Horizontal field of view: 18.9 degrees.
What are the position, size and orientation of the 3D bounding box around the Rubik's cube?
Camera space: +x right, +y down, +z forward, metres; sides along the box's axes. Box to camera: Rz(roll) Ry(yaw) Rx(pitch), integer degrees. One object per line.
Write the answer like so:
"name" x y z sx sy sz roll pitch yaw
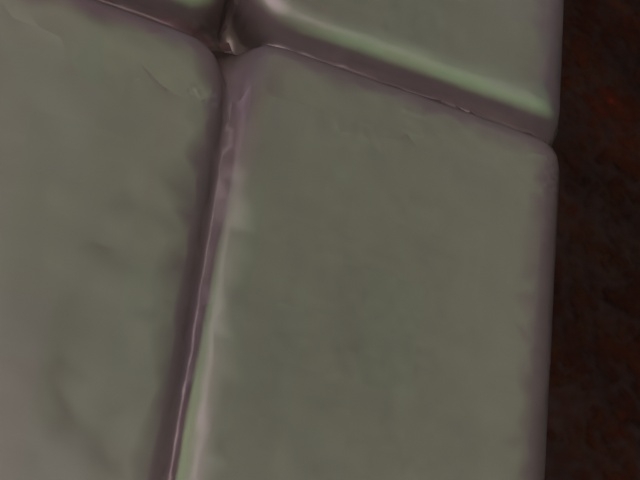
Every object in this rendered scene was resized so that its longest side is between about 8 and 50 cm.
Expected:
"Rubik's cube" -0.141 0.052 0.565 0.316 0.322 0.318 16 62 -19
